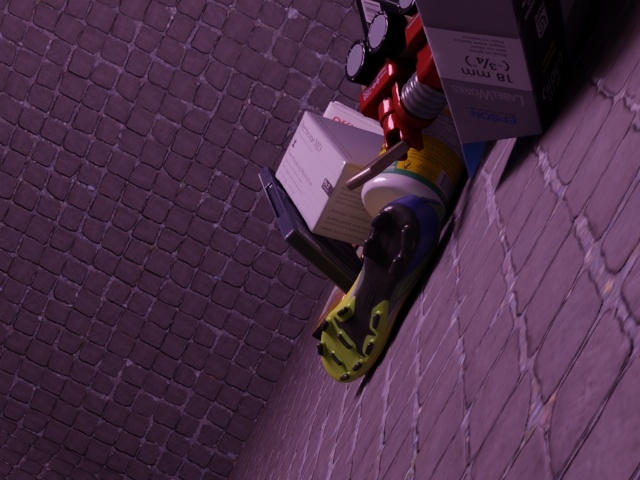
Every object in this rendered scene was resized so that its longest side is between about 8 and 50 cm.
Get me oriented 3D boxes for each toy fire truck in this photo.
[{"bbox_3d":[0.114,-0.178,1.369,0.217,0.158,0.246,-46,41,50],"label":"toy fire truck"}]

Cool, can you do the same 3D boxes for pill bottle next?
[{"bbox_3d":[0.144,-0.120,1.532,0.208,0.117,0.117,-64,1,-29],"label":"pill bottle"}]

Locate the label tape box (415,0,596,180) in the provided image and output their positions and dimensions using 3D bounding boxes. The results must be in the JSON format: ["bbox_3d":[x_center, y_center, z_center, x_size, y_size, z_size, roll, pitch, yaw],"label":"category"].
[{"bbox_3d":[0.200,-0.238,1.091,0.241,0.105,0.334,-65,-29,-23],"label":"label tape box"}]

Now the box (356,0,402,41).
[{"bbox_3d":[0.164,-0.319,1.707,0.184,0.103,0.261,-50,-35,-25],"label":"box"}]

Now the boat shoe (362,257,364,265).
[{"bbox_3d":[0.121,-0.024,1.787,0.064,0.060,0.178,107,-175,-66],"label":"boat shoe"}]

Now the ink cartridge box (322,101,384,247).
[{"bbox_3d":[0.038,-0.116,2.009,0.218,0.158,0.092,-63,1,-7],"label":"ink cartridge box"}]

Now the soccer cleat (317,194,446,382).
[{"bbox_3d":[0.085,0.069,1.455,0.121,0.093,0.289,-17,-42,-48],"label":"soccer cleat"}]

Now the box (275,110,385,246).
[{"bbox_3d":[0.056,-0.083,1.662,0.119,0.181,0.181,-63,31,20],"label":"box"}]

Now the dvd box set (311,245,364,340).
[{"bbox_3d":[0.117,-0.025,1.984,0.421,0.062,0.307,-64,1,-17],"label":"dvd box set"}]

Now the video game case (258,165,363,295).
[{"bbox_3d":[0.000,0.000,1.668,0.026,0.196,0.274,-45,23,8],"label":"video game case"}]
